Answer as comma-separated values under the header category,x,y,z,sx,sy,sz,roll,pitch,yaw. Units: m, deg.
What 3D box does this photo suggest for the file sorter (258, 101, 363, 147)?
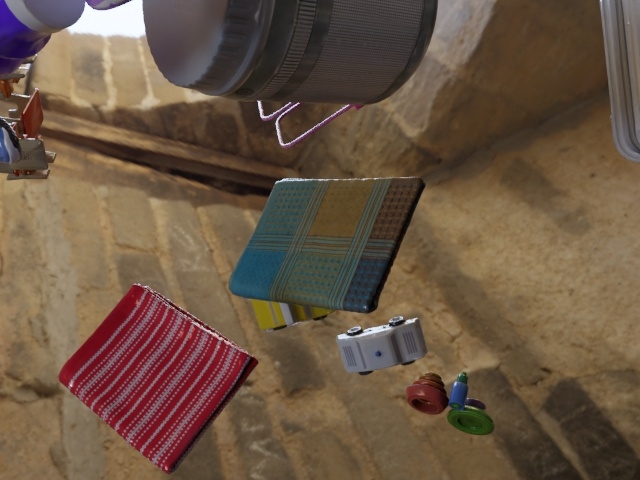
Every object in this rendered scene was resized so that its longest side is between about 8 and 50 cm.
category,x,y,z,sx,sy,sz,roll,pitch,yaw
file sorter,-0.082,-0.353,1.285,0.290,0.182,0.202,53,-171,-28

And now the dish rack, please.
category,x,y,z,sx,sy,sz,roll,pitch,yaw
dish rack,0.627,-0.309,1.116,0.286,0.332,0.072,-10,-172,2

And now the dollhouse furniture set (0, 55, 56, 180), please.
category,x,y,z,sx,sy,sz,roll,pitch,yaw
dollhouse furniture set,-0.643,-0.245,1.471,0.135,0.262,0.259,-1,-143,-7

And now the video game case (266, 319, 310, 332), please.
category,x,y,z,sx,sy,sz,roll,pitch,yaw
video game case,-0.075,0.116,1.545,0.143,0.157,0.019,-16,-177,-7

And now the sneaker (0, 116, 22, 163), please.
category,x,y,z,sx,sy,sz,roll,pitch,yaw
sneaker,-0.553,-0.167,1.036,0.211,0.080,0.081,26,-138,13

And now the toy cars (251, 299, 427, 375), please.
category,x,y,z,sx,sy,sz,roll,pitch,yaw
toy cars,0.030,0.183,1.414,0.394,0.176,0.087,25,-165,6

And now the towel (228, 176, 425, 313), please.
category,x,y,z,sx,sy,sz,roll,pitch,yaw
towel,0.000,0.000,1.244,0.370,0.271,0.040,3,152,44

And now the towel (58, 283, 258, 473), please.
category,x,y,z,sx,sy,sz,roll,pitch,yaw
towel,-0.247,0.188,0.991,0.275,0.199,0.031,25,157,34

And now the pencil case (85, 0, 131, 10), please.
category,x,y,z,sx,sy,sz,roll,pitch,yaw
pencil case,-0.175,-0.276,0.490,0.088,0.206,0.086,-28,-143,-11

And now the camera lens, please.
category,x,y,z,sx,sy,sz,roll,pitch,yaw
camera lens,-0.027,-0.261,0.736,0.274,0.219,0.219,-7,-134,-37

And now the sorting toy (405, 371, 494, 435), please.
category,x,y,z,sx,sy,sz,roll,pitch,yaw
sorting toy,0.146,0.171,0.736,0.102,0.061,0.042,23,-126,3

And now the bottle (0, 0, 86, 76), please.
category,x,y,z,sx,sy,sz,roll,pitch,yaw
bottle,-0.332,-0.204,0.627,0.283,0.092,0.118,0,160,34
